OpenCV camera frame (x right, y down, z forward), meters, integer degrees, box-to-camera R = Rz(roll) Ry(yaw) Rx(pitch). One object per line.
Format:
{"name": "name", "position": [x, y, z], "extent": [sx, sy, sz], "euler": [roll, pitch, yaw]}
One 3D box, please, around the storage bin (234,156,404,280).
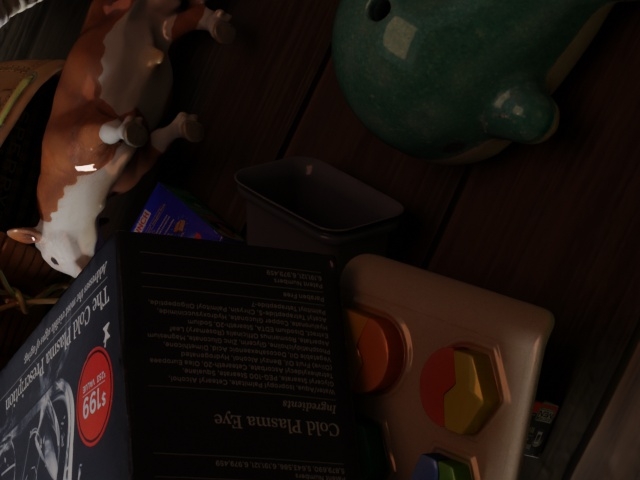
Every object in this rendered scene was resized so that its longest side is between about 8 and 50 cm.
{"name": "storage bin", "position": [0.000, 0.000, 1.364], "extent": [0.135, 0.098, 0.091], "euler": [31, 126, 43]}

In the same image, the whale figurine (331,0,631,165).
{"name": "whale figurine", "position": [0.122, -0.172, 1.258], "extent": [0.272, 0.141, 0.216], "euler": [-29, 59, 33]}

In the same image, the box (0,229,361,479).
{"name": "box", "position": [-0.122, 0.210, 1.260], "extent": [0.343, 0.179, 0.312], "euler": [-45, 46, 51]}

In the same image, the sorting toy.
{"name": "sorting toy", "position": [0.062, 0.127, 1.197], "extent": [0.193, 0.038, 0.208], "euler": [18, 96, 45]}

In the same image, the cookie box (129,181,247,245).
{"name": "cookie box", "position": [-0.122, 0.013, 1.496], "extent": [0.107, 0.040, 0.092], "euler": [40, 103, 42]}

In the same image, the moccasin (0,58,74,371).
{"name": "moccasin", "position": [-0.289, 0.014, 1.598], "extent": [0.147, 0.139, 0.380], "euler": [-3, 66, 51]}

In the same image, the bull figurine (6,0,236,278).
{"name": "bull figurine", "position": [-0.175, -0.116, 1.517], "extent": [0.188, 0.101, 0.310], "euler": [-16, 58, 48]}

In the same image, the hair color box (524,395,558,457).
{"name": "hair color box", "position": [0.095, 0.108, 1.247], "extent": [0.141, 0.072, 0.043], "euler": [26, 96, 43]}

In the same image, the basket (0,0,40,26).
{"name": "basket", "position": [-0.387, -0.347, 1.620], "extent": [0.331, 0.266, 0.328], "euler": [-10, 107, 40]}
